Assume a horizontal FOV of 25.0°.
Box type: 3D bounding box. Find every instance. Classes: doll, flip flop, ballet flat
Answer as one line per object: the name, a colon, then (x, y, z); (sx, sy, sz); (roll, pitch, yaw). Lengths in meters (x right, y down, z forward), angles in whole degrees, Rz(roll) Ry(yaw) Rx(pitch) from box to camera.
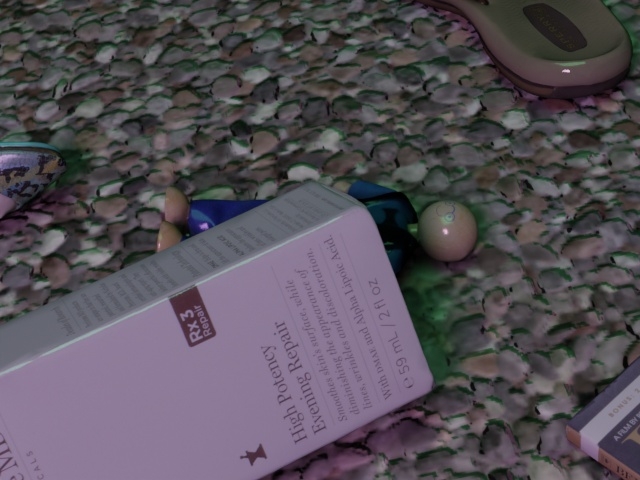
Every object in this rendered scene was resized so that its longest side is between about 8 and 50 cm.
doll: (0.000, 0.000, 0.865); (0.189, 0.046, 0.129); (-1, 36, 3)
flip flop: (0.119, -0.197, 1.007); (0.112, 0.080, 0.277); (-24, 46, -11)
ballet flat: (-0.258, -0.026, 0.947); (0.189, 0.070, 0.070); (-3, 46, 12)

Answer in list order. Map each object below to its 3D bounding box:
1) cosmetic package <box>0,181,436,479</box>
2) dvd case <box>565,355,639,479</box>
cosmetic package: (-0.070, 0.070, 0.750); (0.231, 0.117, 0.085); (-27, 19, -13)
dvd case: (0.261, 0.105, 0.726); (0.164, 0.018, 0.221); (-38, 50, -23)
